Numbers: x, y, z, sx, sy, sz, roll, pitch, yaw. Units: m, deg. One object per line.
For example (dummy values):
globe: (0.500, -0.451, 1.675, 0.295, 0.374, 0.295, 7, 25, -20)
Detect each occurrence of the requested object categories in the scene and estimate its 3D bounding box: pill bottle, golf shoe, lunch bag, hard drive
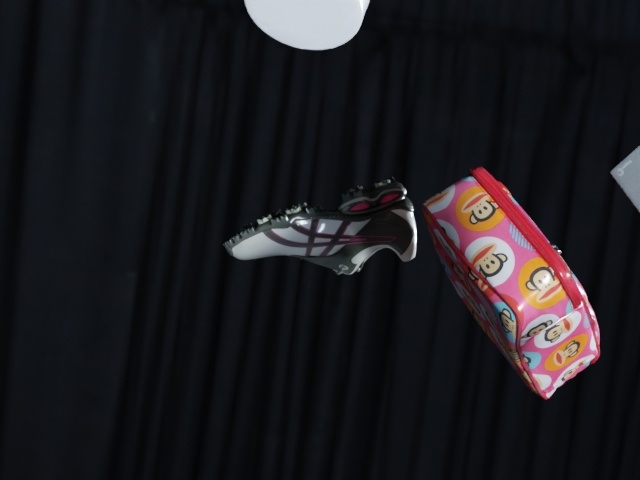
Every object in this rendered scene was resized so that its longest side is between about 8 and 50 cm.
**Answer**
pill bottle: (0.008, -0.366, 1.881, 0.161, 0.283, 0.161, 10, -36, 8)
golf shoe: (0.000, 0.000, 2.272, 0.273, 0.120, 0.105, -14, 6, 12)
lunch bag: (0.227, 0.045, 2.047, 0.258, 0.120, 0.293, 52, -4, 30)
hard drive: (0.416, -0.056, 1.946, 0.022, 0.135, 0.094, -24, -16, -43)
